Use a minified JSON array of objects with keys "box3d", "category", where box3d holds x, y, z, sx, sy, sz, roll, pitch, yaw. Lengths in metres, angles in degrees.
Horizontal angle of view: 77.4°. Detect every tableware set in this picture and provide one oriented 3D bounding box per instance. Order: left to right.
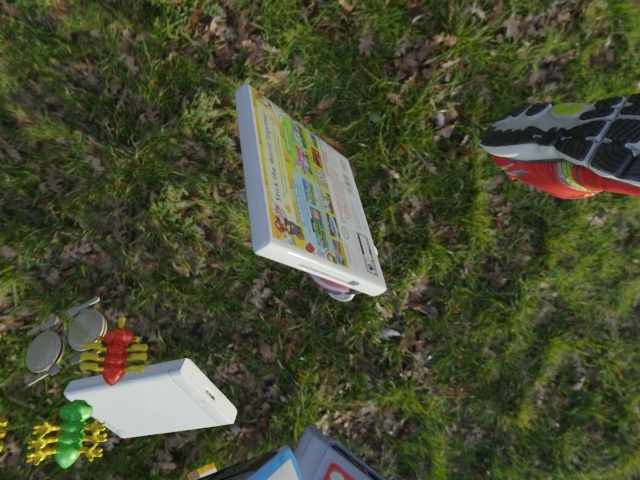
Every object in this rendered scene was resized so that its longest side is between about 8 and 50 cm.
[{"box3d":[-0.536,0.216,0.855,0.194,0.128,0.039,-26,151,5],"category":"tableware set"}]

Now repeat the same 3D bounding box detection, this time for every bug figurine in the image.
[{"box3d":[-0.411,0.208,0.577,0.279,0.072,0.216,12,64,-22],"category":"bug figurine"}]

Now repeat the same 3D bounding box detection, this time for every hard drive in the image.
[{"box3d":[-0.420,0.403,0.995,0.354,0.047,0.232,-15,125,18],"category":"hard drive"}]

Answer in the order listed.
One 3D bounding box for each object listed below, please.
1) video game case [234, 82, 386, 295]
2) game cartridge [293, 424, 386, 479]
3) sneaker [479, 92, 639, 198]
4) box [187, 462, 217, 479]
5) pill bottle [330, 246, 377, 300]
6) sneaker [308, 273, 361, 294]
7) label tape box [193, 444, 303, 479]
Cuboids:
[{"box3d":[-0.010,-0.056,0.486,0.206,0.026,0.226,25,43,-46],"category":"video game case"},{"box3d":[0.047,0.482,0.666,0.060,0.295,0.195,28,86,-57],"category":"game cartridge"},{"box3d":[0.320,-0.095,0.466,0.107,0.279,0.118,-46,119,0],"category":"sneaker"},{"box3d":[-0.220,0.532,0.813,0.028,0.081,0.136,-27,68,-1],"category":"box"},{"box3d":[0.093,0.082,1.197,0.186,0.112,0.111,-47,117,-38],"category":"pill bottle"},{"box3d":[-0.001,0.000,0.865,0.116,0.314,0.136,-26,135,-31],"category":"sneaker"},{"box3d":[-0.200,0.338,0.383,0.334,0.241,0.105,-27,74,14],"category":"label tape box"}]
